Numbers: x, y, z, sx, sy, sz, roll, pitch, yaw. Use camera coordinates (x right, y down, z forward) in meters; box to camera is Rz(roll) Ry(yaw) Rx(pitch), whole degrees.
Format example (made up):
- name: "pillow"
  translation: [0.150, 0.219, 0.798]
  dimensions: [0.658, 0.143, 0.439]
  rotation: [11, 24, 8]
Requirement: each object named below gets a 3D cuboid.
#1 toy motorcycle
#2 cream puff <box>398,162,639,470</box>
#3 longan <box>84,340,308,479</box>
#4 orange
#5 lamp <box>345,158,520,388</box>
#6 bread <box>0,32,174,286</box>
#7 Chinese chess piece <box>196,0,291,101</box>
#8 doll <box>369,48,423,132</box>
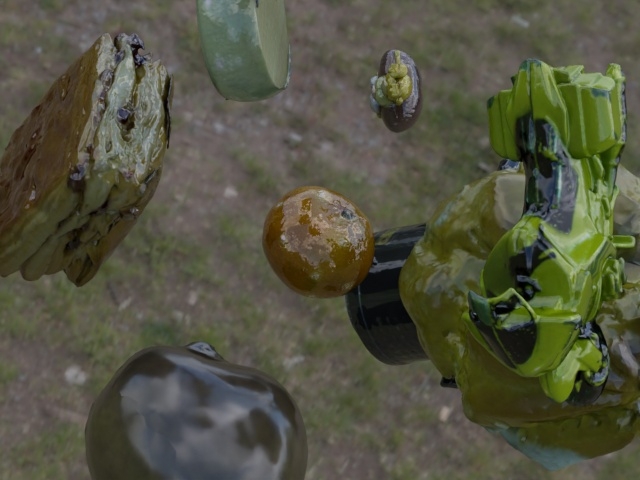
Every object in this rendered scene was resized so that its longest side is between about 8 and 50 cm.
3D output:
- name: "toy motorcycle"
  translation: [0.225, -0.005, 1.281]
  dimensions: [0.142, 0.342, 0.206]
  rotation: [1, -2, 34]
- name: "cream puff"
  translation: [0.294, 0.077, 1.501]
  dimensions: [0.378, 0.378, 0.275]
  rotation: [20, 2, -7]
- name: "longan"
  translation: [-0.162, 0.272, 1.665]
  dimensions: [0.297, 0.297, 0.297]
  rotation: [14, 44, -14]
- name: "orange"
  translation: [0.000, 0.000, 1.716]
  dimensions: [0.156, 0.124, 0.156]
  rotation: [28, 43, -30]
- name: "lamp"
  translation: [0.166, 0.064, 1.872]
  dimensions: [0.272, 0.374, 0.205]
  rotation: [6, 45, 25]
- name: "bread"
  translation: [-0.307, -0.094, 1.741]
  dimensions: [0.167, 0.324, 0.277]
  rotation: [28, 44, -30]
- name: "Chinese chess piece"
  translation: [-0.090, -0.256, 1.527]
  dimensions: [0.083, 0.188, 0.188]
  rotation: [-6, 43, 12]
- name: "doll"
  translation: [0.128, -0.270, 2.242]
  dimensions: [0.096, 0.188, 0.145]
  rotation: [-8, 65, 4]
